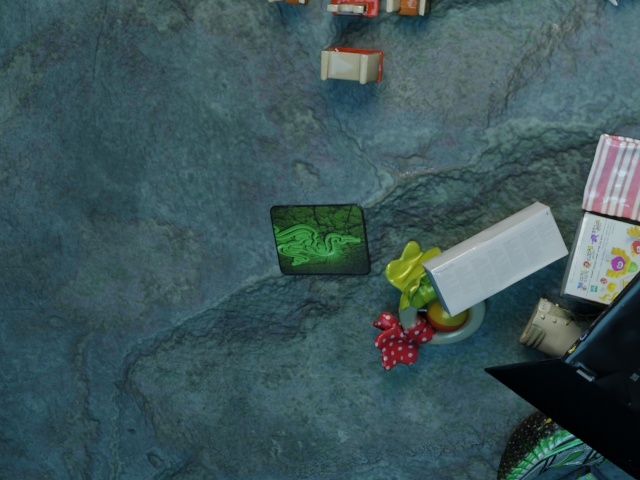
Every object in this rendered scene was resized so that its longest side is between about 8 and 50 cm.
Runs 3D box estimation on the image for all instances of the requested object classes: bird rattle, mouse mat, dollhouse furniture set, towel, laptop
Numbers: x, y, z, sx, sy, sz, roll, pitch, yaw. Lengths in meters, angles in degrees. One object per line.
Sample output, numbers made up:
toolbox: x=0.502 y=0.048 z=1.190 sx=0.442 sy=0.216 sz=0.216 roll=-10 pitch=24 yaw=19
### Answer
bird rattle: x=0.207 y=0.141 z=1.933 sx=0.207 sy=0.143 sz=0.253 roll=4 pitch=121 yaw=-2
mouse mat: x=0.000 y=0.000 z=1.991 sx=0.189 sy=0.007 sz=0.152 roll=0 pitch=116 yaw=19
dollhouse furniture set: x=0.057 y=-0.398 z=1.724 sx=0.262 sy=0.135 sz=0.259 roll=8 pitch=107 yaw=14
towel: x=0.557 y=-0.096 z=1.750 sx=0.197 sy=0.029 sz=0.144 roll=13 pitch=118 yaw=11
laptop: x=0.563 y=0.221 z=1.724 sx=0.382 sy=0.236 sz=0.408 roll=35 pitch=105 yaw=-10

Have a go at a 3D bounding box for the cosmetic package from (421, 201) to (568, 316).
cosmetic package: x=0.308 y=0.031 z=1.815 sx=0.239 sy=0.060 sz=0.099 roll=-27 pitch=109 yaw=-4

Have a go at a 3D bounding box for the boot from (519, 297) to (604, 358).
boot: x=0.475 y=0.145 z=1.873 sx=0.165 sy=0.077 sz=0.213 roll=30 pitch=121 yaw=5

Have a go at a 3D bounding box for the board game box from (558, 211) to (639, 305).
board game box: x=0.559 y=0.062 z=1.736 sx=0.275 sy=0.142 sz=0.144 roll=15 pitch=87 yaw=10

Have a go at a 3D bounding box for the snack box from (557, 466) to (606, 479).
snack box: x=0.546 y=0.525 z=2.063 sx=0.100 sy=0.037 sz=0.141 roll=-38 pitch=100 yaw=29

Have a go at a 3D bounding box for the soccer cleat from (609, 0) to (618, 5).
soccer cleat: x=0.513 y=-0.436 z=1.575 sx=0.196 sy=0.068 sz=0.076 roll=-29 pitch=109 yaw=35

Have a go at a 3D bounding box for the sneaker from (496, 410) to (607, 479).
sneaker: x=0.473 y=0.396 z=1.965 sx=0.146 sy=0.134 sz=0.343 roll=43 pitch=120 yaw=-7
